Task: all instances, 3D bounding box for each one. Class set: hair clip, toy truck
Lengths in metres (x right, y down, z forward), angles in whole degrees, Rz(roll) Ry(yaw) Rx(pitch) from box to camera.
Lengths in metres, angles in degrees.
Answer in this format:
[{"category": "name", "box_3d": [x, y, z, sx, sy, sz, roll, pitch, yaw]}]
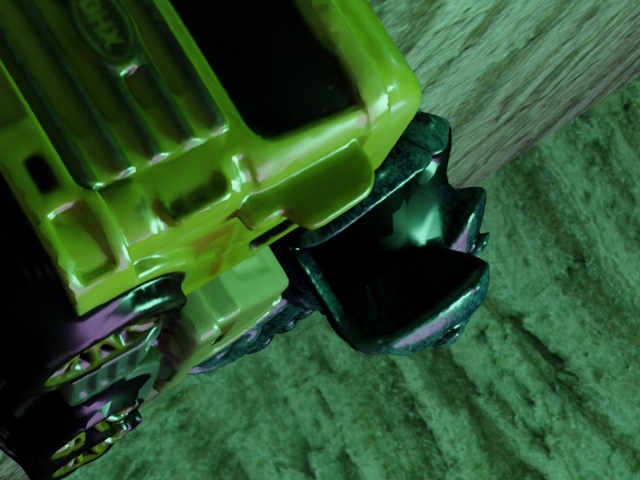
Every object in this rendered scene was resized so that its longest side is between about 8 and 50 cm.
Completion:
[{"category": "hair clip", "box_3d": [0.001, -0.003, 0.957, 0.310, 0.194, 0.206, -9, -150, 47]}, {"category": "toy truck", "box_3d": [-0.088, -0.026, 0.622, 0.254, 0.180, 0.405, -32, 172, -17]}]
